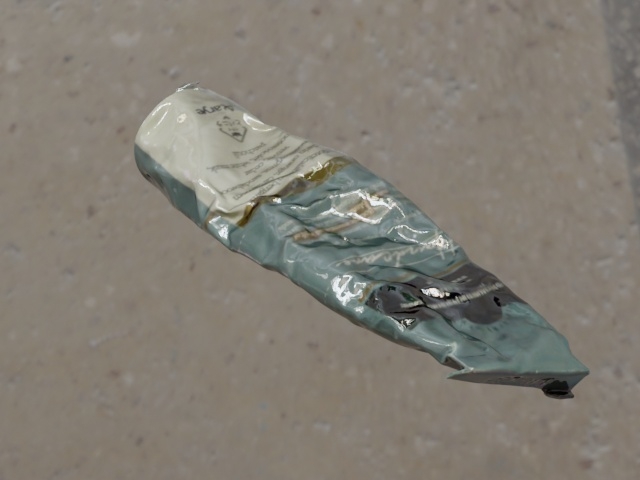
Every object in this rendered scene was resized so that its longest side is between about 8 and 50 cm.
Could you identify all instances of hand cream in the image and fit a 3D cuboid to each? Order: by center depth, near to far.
[{"bbox_3d":[0.000,0.000,0.629,0.075,0.248,0.052,-18,129,-35],"label":"hand cream"}]
